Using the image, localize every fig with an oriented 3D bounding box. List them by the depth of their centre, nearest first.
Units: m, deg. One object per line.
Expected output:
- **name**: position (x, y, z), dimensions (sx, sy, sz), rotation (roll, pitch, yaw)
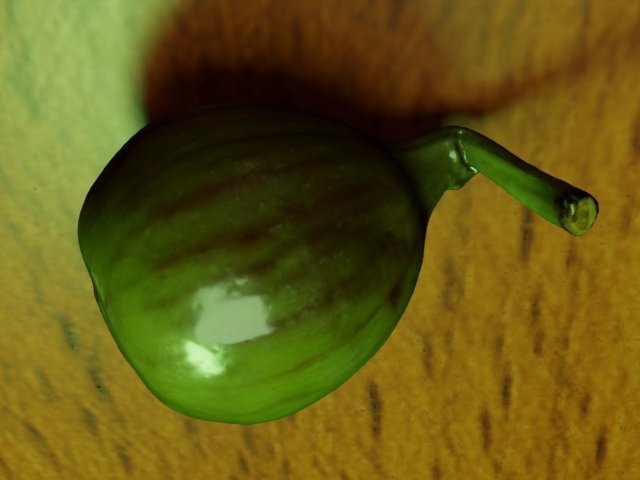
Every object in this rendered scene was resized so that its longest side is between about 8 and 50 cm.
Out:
- **fig**: position (-0.012, -0.008, 0.488), dimensions (0.186, 0.148, 0.142), rotation (-43, 109, -10)
